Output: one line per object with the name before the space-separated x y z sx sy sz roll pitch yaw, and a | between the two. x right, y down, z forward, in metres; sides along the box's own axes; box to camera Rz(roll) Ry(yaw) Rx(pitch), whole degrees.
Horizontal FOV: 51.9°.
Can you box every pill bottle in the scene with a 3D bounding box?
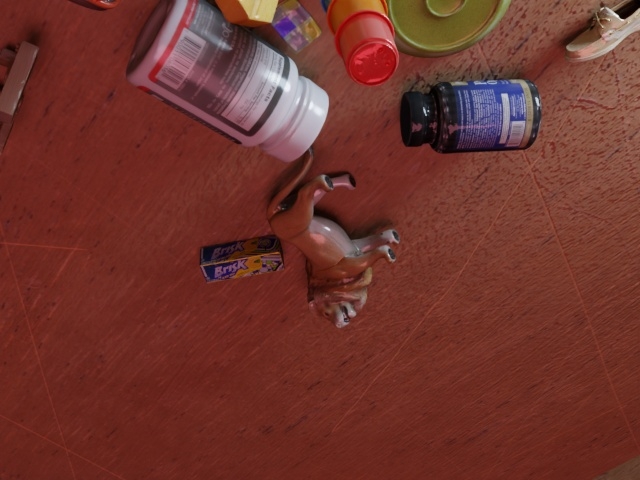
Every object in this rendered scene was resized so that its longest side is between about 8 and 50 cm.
pill bottle | -0.137 -0.246 1.018 0.283 0.161 0.161 27 125 -30
pill bottle | 0.253 -0.212 1.129 0.219 0.123 0.123 -3 135 -5

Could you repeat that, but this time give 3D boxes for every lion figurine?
lion figurine | 0.000 0.000 1.319 0.240 0.142 0.392 -24 119 26

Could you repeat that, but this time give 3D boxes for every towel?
towel | -0.042 -0.341 1.043 0.060 0.009 0.083 -28 131 20

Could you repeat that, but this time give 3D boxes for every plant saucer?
plant saucer | 0.190 -0.383 1.014 0.240 0.037 0.241 -4 135 -4

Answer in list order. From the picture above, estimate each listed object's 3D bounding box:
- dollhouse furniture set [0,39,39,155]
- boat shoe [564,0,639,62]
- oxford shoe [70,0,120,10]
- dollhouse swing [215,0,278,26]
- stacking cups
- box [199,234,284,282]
dollhouse furniture set | -0.519 -0.232 0.996 0.123 0.144 0.151 21 165 -25
boat shoe | 0.471 -0.354 1.067 0.170 0.063 0.059 -31 128 9
oxford shoe | -0.411 -0.391 0.906 0.271 0.097 0.098 26 146 -23
dollhouse swing | -0.007 -0.456 0.690 0.315 0.305 0.347 -16 142 15
stacking cups | 0.038 -0.309 0.872 0.095 0.316 0.096 -3 136 -3
box | -0.163 0.039 1.369 0.168 0.054 0.059 -10 135 2
